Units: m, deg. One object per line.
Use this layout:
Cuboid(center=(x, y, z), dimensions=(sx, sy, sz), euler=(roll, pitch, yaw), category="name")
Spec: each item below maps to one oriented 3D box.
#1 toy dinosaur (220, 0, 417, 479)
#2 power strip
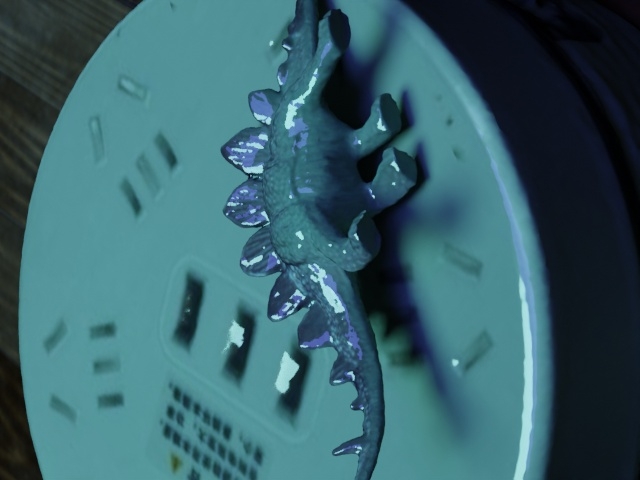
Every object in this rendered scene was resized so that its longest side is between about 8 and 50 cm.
Cuboid(center=(0.002, 0.001, 0.677), dimensions=(0.082, 0.039, 0.209), euler=(-31, 60, 44), category="toy dinosaur")
Cuboid(center=(0.021, 0.031, 0.801), dimensions=(0.357, 0.161, 0.357), euler=(2, 93, 46), category="power strip")
